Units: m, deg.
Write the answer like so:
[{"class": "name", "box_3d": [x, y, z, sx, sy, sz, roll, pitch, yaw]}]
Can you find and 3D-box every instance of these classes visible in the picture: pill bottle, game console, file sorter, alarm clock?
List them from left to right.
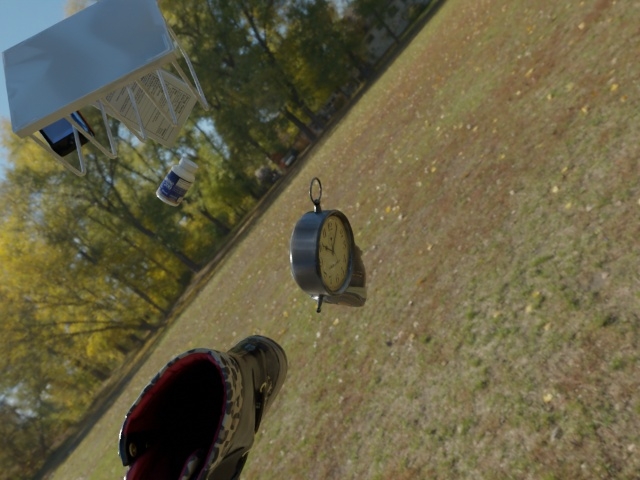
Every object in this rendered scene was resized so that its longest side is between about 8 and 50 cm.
[{"class": "game console", "box_3d": [-0.514, -0.241, 1.006, 0.124, 0.144, 0.085, -28, 20, 8]}, {"class": "file sorter", "box_3d": [-0.359, -0.269, 0.902, 0.277, 0.193, 0.173, -26, -27, 3]}, {"class": "pill bottle", "box_3d": [-0.374, -0.156, 1.372, 0.120, 0.067, 0.067, -55, 8, 10]}, {"class": "alarm clock", "box_3d": [0.000, 0.000, 0.784, 0.064, 0.192, 0.129, 2, 16, 27]}]

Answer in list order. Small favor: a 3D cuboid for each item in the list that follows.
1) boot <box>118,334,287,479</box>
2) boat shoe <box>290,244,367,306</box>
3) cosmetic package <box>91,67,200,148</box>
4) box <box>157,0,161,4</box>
[{"class": "boot", "box_3d": [-0.180, 0.303, 0.710, 0.377, 0.138, 0.284, -60, -12, -7]}, {"class": "boat shoe", "box_3d": [0.023, 0.035, 1.059, 0.355, 0.132, 0.130, -151, 70, -74]}, {"class": "cosmetic package", "box_3d": [-0.461, -0.373, 1.253, 0.160, 0.309, 0.113, -56, 20, 11]}, {"class": "box", "box_3d": [-0.364, -0.493, 0.954, 0.072, 0.126, 0.137, -60, 4, -5]}]
